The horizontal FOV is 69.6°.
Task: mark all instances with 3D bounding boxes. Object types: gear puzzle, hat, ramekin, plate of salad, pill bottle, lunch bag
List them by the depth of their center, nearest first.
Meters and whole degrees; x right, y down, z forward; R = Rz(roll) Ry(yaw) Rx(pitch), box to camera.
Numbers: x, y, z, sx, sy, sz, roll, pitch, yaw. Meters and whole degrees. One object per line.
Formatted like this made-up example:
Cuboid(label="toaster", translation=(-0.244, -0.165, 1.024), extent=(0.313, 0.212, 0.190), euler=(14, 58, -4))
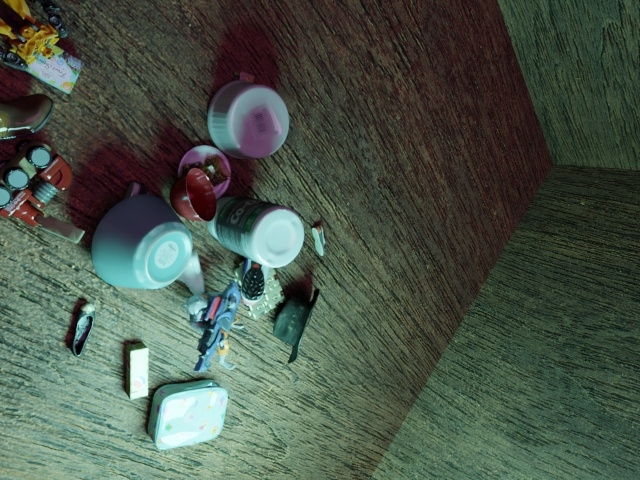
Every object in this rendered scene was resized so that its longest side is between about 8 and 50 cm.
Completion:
Cuboid(label="pill bottle", translation=(-0.238, -0.044, 1.587), extent=(0.204, 0.361, 0.204), euler=(-11, 108, -38))
Cuboid(label="plate of salad", translation=(-0.399, -0.231, 1.613), extent=(0.200, 0.048, 0.199), euler=(-12, 110, -37))
Cuboid(label="ramekin", translation=(-0.244, -0.421, 1.626), extent=(0.277, 0.135, 0.277), euler=(-13, 112, -35))
Cuboid(label="lunch bag", translation=(-0.489, 0.638, 1.724), extent=(0.279, 0.108, 0.224), euler=(6, 92, -42))
Cuboid(label="gear puzzle", translation=(-0.264, 0.139, 1.829), extent=(0.175, 0.044, 0.339), euler=(-31, 117, -28))
Cuboid(label="hat", translation=(-0.118, 0.334, 1.908), extent=(0.134, 0.331, 0.331), euler=(21, 87, -4))

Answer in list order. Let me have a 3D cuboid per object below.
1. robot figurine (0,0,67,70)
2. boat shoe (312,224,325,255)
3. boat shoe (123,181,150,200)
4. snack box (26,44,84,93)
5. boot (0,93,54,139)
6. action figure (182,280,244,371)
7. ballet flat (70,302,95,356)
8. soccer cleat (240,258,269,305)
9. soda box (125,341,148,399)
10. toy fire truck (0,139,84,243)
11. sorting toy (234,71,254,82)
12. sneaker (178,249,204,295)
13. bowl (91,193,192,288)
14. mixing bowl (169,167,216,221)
Cuboid(label="robot figurine", translation=(-0.792, -0.570, 1.144), extent=(0.291, 0.085, 0.211), euler=(46, 74, -26))
Cuboid(label="boat shoe", translation=(0.000, 0.000, 2.005), extent=(0.043, 0.049, 0.137), euler=(-28, 113, -34))
Cuboid(label="boat shoe", translation=(-0.602, -0.074, 1.466), extent=(0.070, 0.078, 0.219), euler=(23, 85, -40))
Cuboid(label="snack box", translation=(-0.744, -0.486, 1.267), extent=(0.141, 0.037, 0.100), euler=(26, 84, -40))
Cuboid(label="boot", translation=(-0.819, -0.357, 1.109), extent=(0.264, 0.096, 0.280), euler=(-31, 162, -19))
Cuboid(label="action figure", translation=(-0.393, 0.323, 1.625), extent=(0.330, 0.179, 0.341), euler=(71, 30, -42))
Cuboid(label="ballet flat", translation=(-0.746, 0.282, 1.457), extent=(0.057, 0.049, 0.173), euler=(11, 94, -42))
Cuboid(label="soccer cleat", translation=(-0.240, 0.094, 1.750), extent=(0.109, 0.116, 0.318), euler=(16, 63, -11))
Cuboid(label="soda box", translation=(-0.633, 0.448, 1.589), extent=(0.061, 0.058, 0.181), euler=(-4, 104, -39))
Cuboid(label="toy fire truck", translation=(-0.766, -0.123, 1.285), extent=(0.217, 0.158, 0.246), euler=(-54, 140, -16))
Cuboid(label="sorting toy", translation=(-0.276, -0.571, 1.649), extent=(0.083, 0.012, 0.062), euler=(7, 97, -41))
Cuboid(label="sneaker", translation=(-0.468, 0.134, 1.645), extent=(0.094, 0.080, 0.212), euler=(-11, 119, -11))
Cuboid(label="bowl", translation=(-0.523, 0.028, 1.436), extent=(0.311, 0.163, 0.311), euler=(-41, 143, -41))
Cuboid(label="mixing bowl", translation=(-0.431, -0.140, 1.522), extent=(0.181, 0.098, 0.181), euler=(-12, 90, -73))
